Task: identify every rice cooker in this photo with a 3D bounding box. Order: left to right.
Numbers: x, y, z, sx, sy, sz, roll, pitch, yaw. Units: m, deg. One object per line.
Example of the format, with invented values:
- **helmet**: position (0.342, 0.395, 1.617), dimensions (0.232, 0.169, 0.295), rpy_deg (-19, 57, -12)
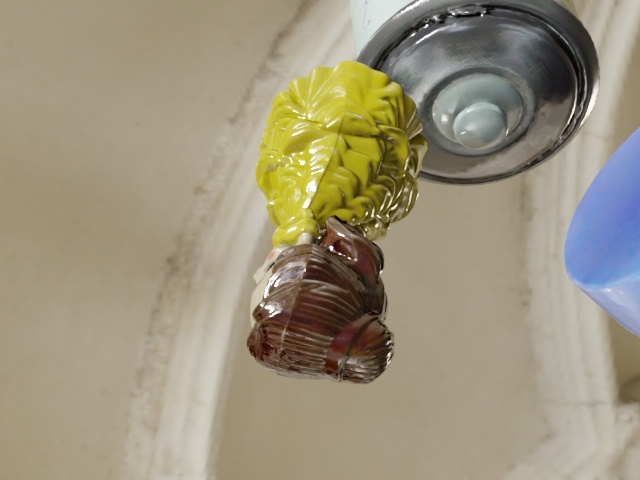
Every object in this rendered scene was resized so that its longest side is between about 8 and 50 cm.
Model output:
- **rice cooker**: position (0.160, -0.210, 1.584), dimensions (0.264, 0.316, 0.316), rpy_deg (5, -91, -6)

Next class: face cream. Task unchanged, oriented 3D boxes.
- **face cream**: position (0.392, 0.010, 1.361), dimensions (0.225, 0.249, 0.249), rpy_deg (39, -113, -15)

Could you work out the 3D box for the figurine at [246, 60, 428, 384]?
- **figurine**: position (-0.004, -0.002, 1.291), dimensions (0.168, 0.187, 0.315), rpy_deg (37, -146, -15)
